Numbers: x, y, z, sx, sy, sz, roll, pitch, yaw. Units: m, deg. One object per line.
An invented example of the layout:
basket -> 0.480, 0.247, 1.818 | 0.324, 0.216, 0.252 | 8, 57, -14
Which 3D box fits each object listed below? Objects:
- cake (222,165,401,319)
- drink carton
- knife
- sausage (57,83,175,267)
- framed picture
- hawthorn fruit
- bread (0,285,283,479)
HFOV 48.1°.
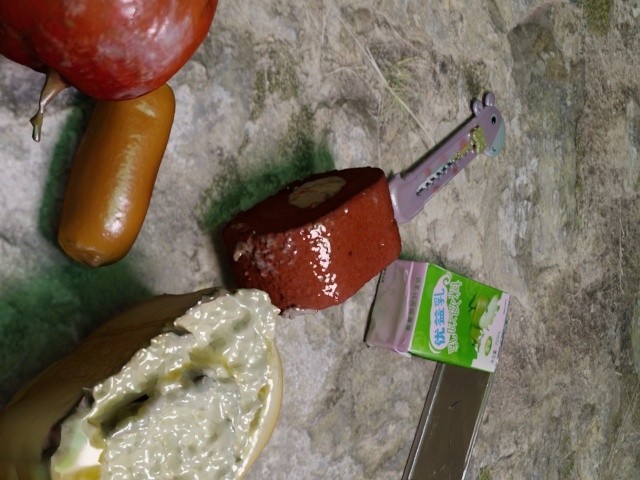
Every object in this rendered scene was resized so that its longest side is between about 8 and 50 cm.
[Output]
cake -> 0.000, 0.000, 1.002 | 0.283, 0.177, 0.151 | -29, 117, -40
drink carton -> 0.216, 0.141, 1.285 | 0.271, 0.108, 0.161 | 20, 79, -40
knife -> 0.241, -0.146, 1.325 | 0.398, 0.038, 0.132 | -39, 120, -34
sausage -> -0.231, -0.084, 0.816 | 0.098, 0.098, 0.238 | 25, 78, -45
framed picture -> 0.267, 0.364, 1.448 | 0.213, 0.016, 0.289 | 29, 76, -45
hawthorn fruit -> -0.233, -0.225, 0.704 | 0.242, 0.242, 0.271 | 9, 101, -46
bread -> -0.194, 0.199, 0.774 | 0.316, 0.270, 0.211 | -40, 108, -43
